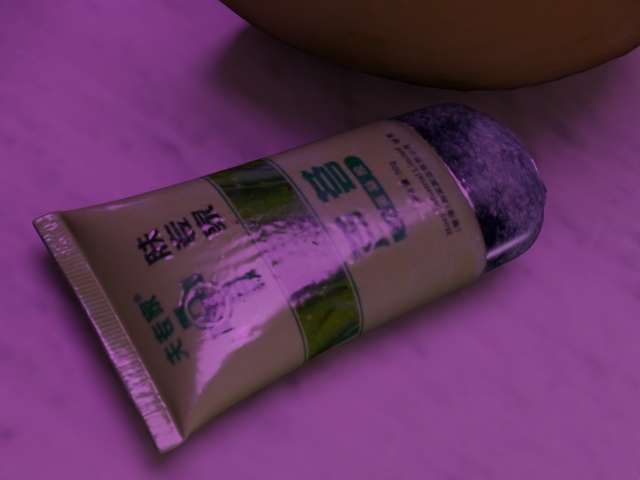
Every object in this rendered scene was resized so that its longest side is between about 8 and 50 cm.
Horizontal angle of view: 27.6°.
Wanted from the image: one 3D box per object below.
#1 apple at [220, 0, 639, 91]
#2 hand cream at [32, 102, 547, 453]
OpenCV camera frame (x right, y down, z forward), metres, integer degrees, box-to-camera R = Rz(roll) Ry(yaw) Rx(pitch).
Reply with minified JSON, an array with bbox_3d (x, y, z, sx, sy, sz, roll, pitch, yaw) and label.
[{"bbox_3d":[0.056,-0.208,0.500,0.291,0.254,0.292,12,50,-15],"label":"apple"},{"bbox_3d":[0.000,0.000,0.455,0.175,0.046,0.095,-20,65,-28],"label":"hand cream"}]
